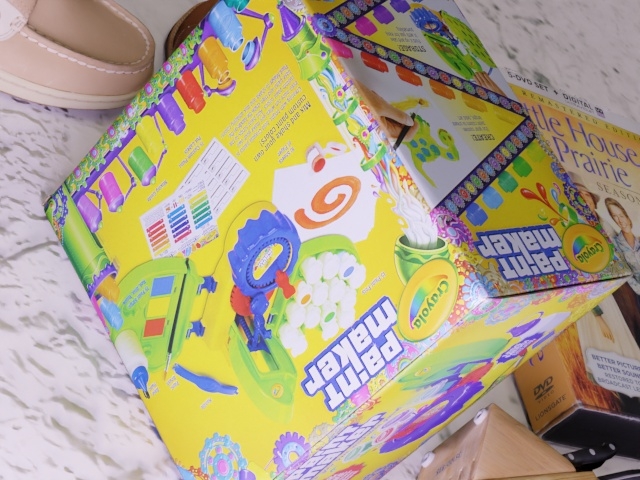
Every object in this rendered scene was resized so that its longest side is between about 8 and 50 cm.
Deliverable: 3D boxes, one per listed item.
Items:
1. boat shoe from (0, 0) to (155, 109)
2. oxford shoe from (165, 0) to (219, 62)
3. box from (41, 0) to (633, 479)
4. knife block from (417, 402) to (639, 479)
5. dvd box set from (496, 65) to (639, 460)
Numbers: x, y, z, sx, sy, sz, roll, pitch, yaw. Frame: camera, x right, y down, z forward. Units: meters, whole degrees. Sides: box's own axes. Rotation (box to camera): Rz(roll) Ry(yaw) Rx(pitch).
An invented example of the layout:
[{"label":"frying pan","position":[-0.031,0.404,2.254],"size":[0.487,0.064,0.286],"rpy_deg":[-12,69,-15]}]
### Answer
[{"label":"boat shoe","position":[-0.259,-0.205,1.217],"size":[0.341,0.110,0.122],"rpy_deg":[23,40,-29]},{"label":"oxford shoe","position":[-0.090,-0.153,1.374],"size":[0.076,0.076,0.212],"rpy_deg":[32,35,-15]},{"label":"box","position":[0.000,0.000,1.121],"size":[0.177,0.290,0.279],"rpy_deg":[-6,60,-50]},{"label":"knife block","position":[0.181,0.252,1.230],"size":[0.242,0.088,0.276],"rpy_deg":[38,35,-10]},{"label":"dvd box set","position":[0.271,0.023,1.582],"size":[0.307,0.062,0.420],"rpy_deg":[17,44,-36]}]
